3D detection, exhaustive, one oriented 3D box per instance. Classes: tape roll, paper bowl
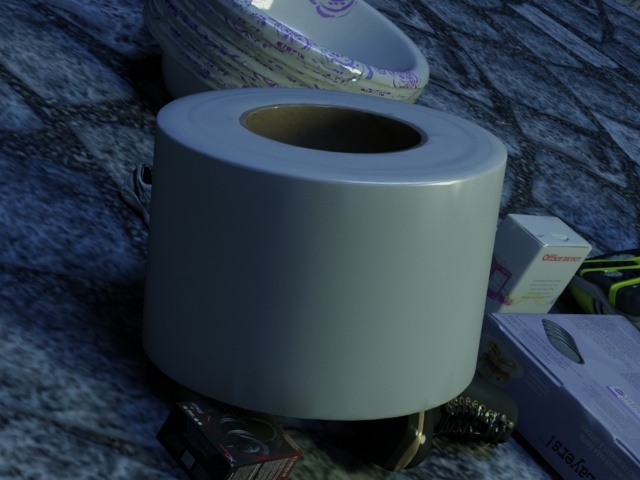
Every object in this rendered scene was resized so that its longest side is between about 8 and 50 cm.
[{"bbox_3d":[0.000,0.000,1.071,0.246,0.169,0.246,5,20,-2],"label":"tape roll"},{"bbox_3d":[-0.045,-0.180,1.522,0.284,0.148,0.284,26,23,-12],"label":"paper bowl"}]

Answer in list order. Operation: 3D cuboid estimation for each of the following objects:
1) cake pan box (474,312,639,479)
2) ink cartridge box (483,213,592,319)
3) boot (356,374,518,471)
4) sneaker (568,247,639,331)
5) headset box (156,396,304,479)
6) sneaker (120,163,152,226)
[{"bbox_3d":[0.280,0.168,1.321,0.246,0.070,0.267,0,38,-51],"label":"cake pan box"},{"bbox_3d":[0.181,0.038,1.392,0.088,0.122,0.052,2,37,-51],"label":"ink cartridge box"},{"bbox_3d":[0.103,0.134,1.166,0.137,0.077,0.198,32,23,-13],"label":"boot"},{"bbox_3d":[0.372,0.114,1.491,0.145,0.147,0.385,-12,24,-25],"label":"sneaker"},{"bbox_3d":[-0.057,0.135,1.006,0.083,0.032,0.062,-2,39,-51],"label":"headset box"},{"bbox_3d":[-0.130,-0.030,1.247,0.083,0.037,0.032,42,22,19],"label":"sneaker"}]
